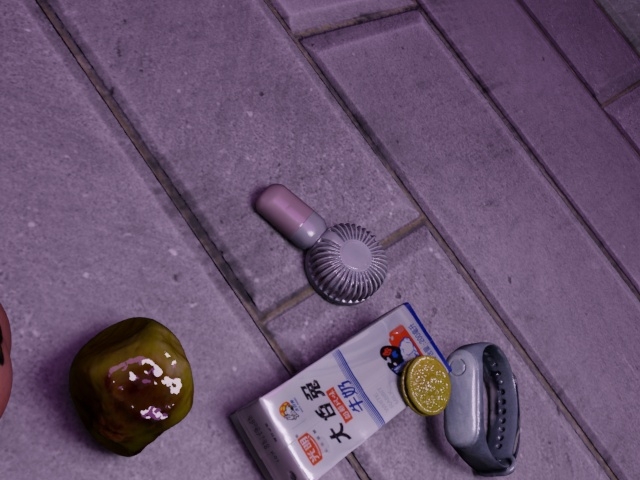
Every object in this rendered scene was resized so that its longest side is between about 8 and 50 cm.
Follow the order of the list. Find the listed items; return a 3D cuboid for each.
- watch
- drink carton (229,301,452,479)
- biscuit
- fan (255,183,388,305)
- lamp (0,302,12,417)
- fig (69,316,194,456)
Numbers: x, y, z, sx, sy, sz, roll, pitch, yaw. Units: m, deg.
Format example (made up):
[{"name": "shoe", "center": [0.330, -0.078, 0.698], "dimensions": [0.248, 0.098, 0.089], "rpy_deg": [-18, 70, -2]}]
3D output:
[{"name": "watch", "center": [0.260, 0.264, 1.068], "dimensions": [0.193, 0.068, 0.206], "rpy_deg": [27, 56, -47]}, {"name": "drink carton", "center": [0.037, 0.214, 0.955], "dimensions": [0.315, 0.106, 0.130], "rpy_deg": [-25, 77, -41]}, {"name": "biscuit", "center": [0.149, 0.204, 0.950], "dimensions": [0.084, 0.023, 0.084], "rpy_deg": [15, 64, -34]}, {"name": "fan", "center": [0.000, 0.000, 1.089], "dimensions": [0.244, 0.074, 0.130], "rpy_deg": [41, 59, 1]}, {"name": "lamp", "center": [-0.441, 0.099, 0.619], "dimensions": [0.305, 0.239, 0.305], "rpy_deg": [59, 5, -9]}, {"name": "fig", "center": [-0.220, 0.160, 0.797], "dimensions": [0.154, 0.144, 0.166], "rpy_deg": [51, 13, -43]}]
